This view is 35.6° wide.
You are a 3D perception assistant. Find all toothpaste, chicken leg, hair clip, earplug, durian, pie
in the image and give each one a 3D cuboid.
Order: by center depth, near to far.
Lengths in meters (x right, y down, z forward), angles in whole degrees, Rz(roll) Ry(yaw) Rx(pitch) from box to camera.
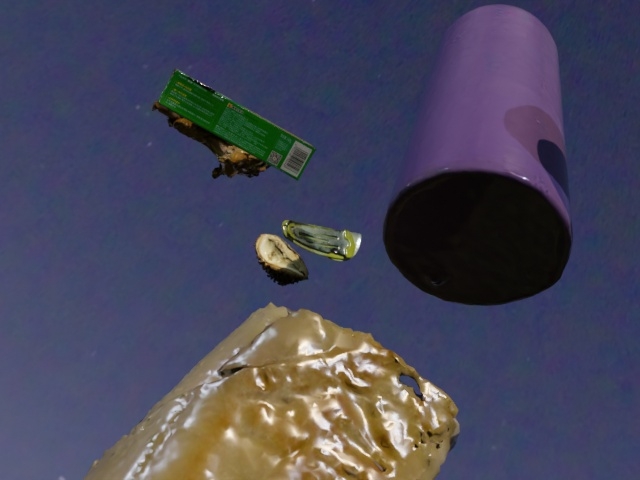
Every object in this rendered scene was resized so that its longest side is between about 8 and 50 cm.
[{"bbox_3d":[-0.063,0.149,0.376,0.129,0.282,0.068,36,-24,12],"label":"pie"},{"bbox_3d":[-0.090,-0.127,1.090,0.179,0.037,0.043,28,-83,-16],"label":"toothpaste"},{"bbox_3d":[0.218,-0.144,1.275,0.215,0.455,0.215,8,-46,8],"label":"earplug"},{"bbox_3d":[-0.168,-0.159,1.538,0.208,0.101,0.085,27,-35,-13],"label":"chicken leg"},{"bbox_3d":[0.000,0.000,1.734,0.188,0.060,0.033,15,-25,-42],"label":"hair clip"},{"bbox_3d":[-0.075,0.041,1.811,0.130,0.066,0.052,43,-18,24],"label":"durian"}]

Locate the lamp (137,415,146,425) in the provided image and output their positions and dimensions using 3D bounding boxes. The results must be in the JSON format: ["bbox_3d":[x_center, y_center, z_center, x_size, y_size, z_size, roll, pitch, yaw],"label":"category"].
[{"bbox_3d":[-0.217,0.357,1.612,0.227,0.227,0.226,12,-55,17],"label":"lamp"}]
